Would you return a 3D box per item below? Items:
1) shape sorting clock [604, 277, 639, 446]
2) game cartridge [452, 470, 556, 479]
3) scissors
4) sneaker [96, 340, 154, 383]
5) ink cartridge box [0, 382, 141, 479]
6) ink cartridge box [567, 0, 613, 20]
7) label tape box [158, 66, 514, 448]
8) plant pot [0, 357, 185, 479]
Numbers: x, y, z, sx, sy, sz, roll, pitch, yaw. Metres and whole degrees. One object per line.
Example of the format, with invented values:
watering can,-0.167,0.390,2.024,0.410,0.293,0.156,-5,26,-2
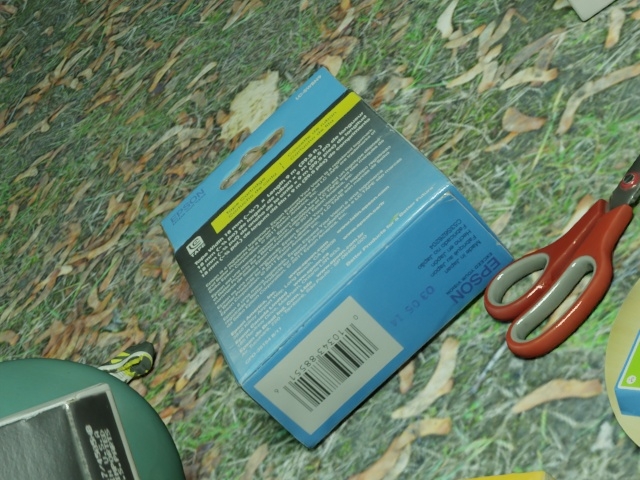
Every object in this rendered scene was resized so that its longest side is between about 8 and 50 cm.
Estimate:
shape sorting clock,0.280,0.062,0.852,0.206,0.040,0.206,-27,36,22
game cartridge,0.014,0.314,0.867,0.285,0.053,0.323,-16,43,40
scissors,0.243,-0.027,1.036,0.297,0.021,0.109,-45,27,-2
sneaker,-0.205,0.132,1.382,0.083,0.031,0.035,-22,23,27
ink cartridge box,-0.224,0.282,0.862,0.307,0.303,0.072,-21,-4,21
ink cartridge box,0.244,-0.349,1.214,0.172,0.237,0.100,-35,34,17
label tape box,0.000,0.000,1.210,0.241,0.106,0.333,-43,29,4
plant pot,-0.239,0.230,1.058,0.293,0.293,0.235,-30,10,24
